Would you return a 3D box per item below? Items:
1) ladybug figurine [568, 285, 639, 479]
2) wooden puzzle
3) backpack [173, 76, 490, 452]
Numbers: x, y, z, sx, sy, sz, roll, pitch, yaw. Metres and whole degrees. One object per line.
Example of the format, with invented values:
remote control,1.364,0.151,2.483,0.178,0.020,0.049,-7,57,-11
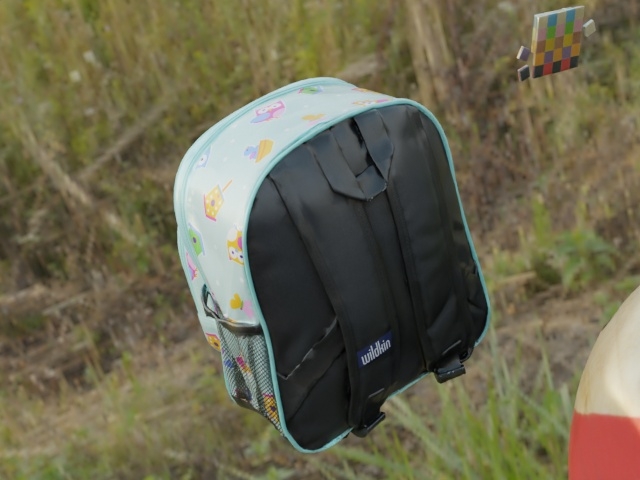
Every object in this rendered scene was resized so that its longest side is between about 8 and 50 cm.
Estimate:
ladybug figurine,0.288,0.229,0.981,0.161,0.449,0.305,-12,-1,-23
wooden puzzle,0.180,-0.152,1.084,0.083,0.049,0.006,-17,31,-34
backpack,0.000,0.000,0.827,0.166,0.188,0.144,-28,38,-23
